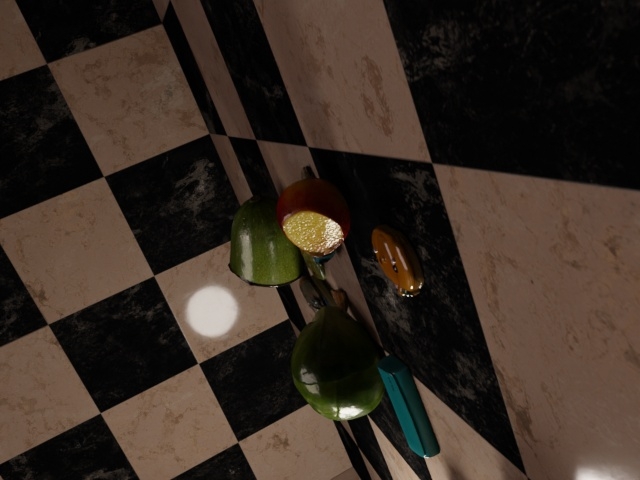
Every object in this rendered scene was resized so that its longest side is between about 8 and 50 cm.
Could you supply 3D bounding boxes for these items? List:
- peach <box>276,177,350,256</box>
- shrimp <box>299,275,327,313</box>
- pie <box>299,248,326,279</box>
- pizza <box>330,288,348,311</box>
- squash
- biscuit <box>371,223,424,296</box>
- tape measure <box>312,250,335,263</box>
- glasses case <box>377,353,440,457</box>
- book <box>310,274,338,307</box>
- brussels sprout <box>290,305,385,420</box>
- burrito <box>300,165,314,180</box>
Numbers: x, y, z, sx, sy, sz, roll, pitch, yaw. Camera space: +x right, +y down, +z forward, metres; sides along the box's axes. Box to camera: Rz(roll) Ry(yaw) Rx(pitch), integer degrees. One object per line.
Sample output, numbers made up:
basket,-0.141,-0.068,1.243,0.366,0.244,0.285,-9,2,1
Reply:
peach,-0.017,-0.057,1.390,0.190,0.190,0.193,128,132,-76
shrimp,-0.020,0.232,2.086,0.164,0.062,0.317,66,171,-17
pie,-0.030,0.057,1.991,0.187,0.041,0.187,58,166,25
pizza,0.075,0.196,1.878,0.100,0.029,0.099,59,159,14
squash,-0.194,-0.030,2.103,0.310,0.310,0.309,-131,41,-51
biscuit,0.159,0.050,1.184,0.170,0.050,0.170,60,167,23
tape measure,0.000,0.000,1.675,0.146,0.080,0.125,109,144,-72
glasses case,0.255,0.489,1.612,0.301,0.070,0.117,69,166,-14
book,0.072,0.369,2.182,0.300,0.039,0.428,51,161,47
brussels sprout,0.051,0.395,1.786,0.281,0.289,0.355,64,-164,-54
burrito,-0.013,-0.130,1.562,0.171,0.042,0.051,63,178,17
